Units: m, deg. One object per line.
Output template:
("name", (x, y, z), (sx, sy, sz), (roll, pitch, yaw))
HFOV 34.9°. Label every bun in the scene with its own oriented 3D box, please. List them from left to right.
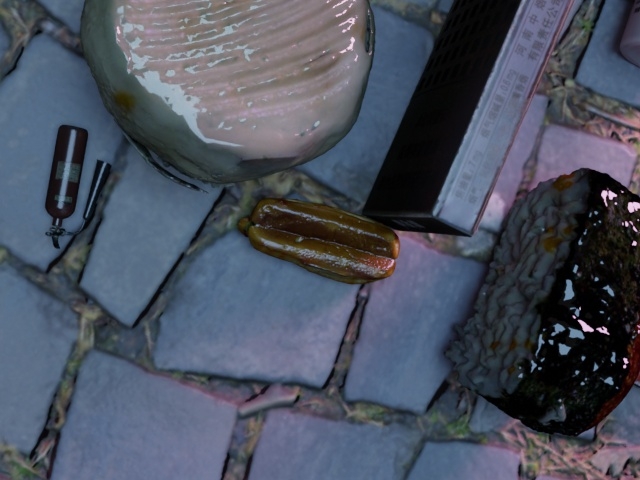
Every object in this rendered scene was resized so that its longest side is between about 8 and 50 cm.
("bun", (-0.074, -0.154, 0.808), (0.239, 0.141, 0.239), (1, 87, -20))

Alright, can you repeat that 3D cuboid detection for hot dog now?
("hot dog", (-0.001, 0.000, 0.884), (0.144, 0.038, 0.062), (14, 91, -13))

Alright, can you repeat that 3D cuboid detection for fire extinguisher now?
("fire extinguisher", (-0.200, -0.042, 0.838), (0.046, 0.032, 0.100), (10, 89, -49))

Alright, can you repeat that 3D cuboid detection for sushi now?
("sushi", (0.215, 0.052, 0.895), (0.126, 0.136, 0.225), (35, 78, -22))

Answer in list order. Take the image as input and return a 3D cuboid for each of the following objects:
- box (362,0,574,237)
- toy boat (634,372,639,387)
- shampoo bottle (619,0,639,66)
("box", (0.140, -0.160, 0.843), (0.047, 0.180, 0.325), (24, 86, -14))
("toy boat", (0.320, 0.082, 0.976), (0.096, 0.034, 0.122), (27, 83, -20))
("shampoo bottle", (0.369, -0.306, 0.949), (0.092, 0.092, 0.303), (20, 85, -15))
